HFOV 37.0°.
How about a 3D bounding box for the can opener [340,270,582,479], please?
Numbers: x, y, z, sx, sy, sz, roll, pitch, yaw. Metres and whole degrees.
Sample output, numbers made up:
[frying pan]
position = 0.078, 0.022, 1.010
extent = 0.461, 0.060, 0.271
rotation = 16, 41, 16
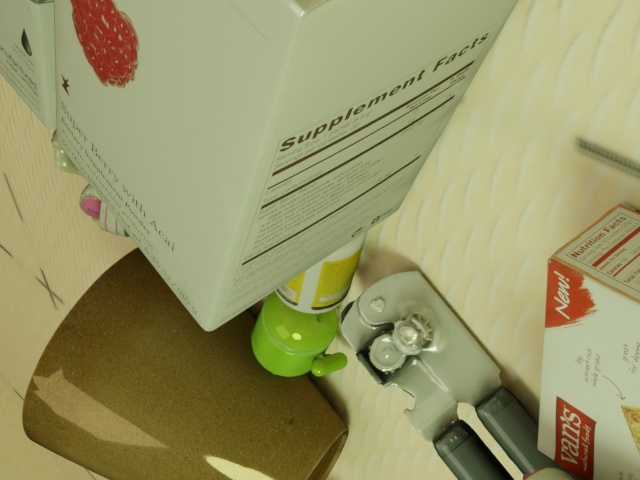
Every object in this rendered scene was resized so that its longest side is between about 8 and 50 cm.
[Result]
[can opener]
position = 0.121, 0.138, 0.685
extent = 0.280, 0.074, 0.093
rotation = 51, -174, 15

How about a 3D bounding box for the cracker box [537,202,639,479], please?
[cracker box]
position = 0.219, 0.100, 0.471
extent = 0.232, 0.067, 0.155
rotation = 32, 144, 39

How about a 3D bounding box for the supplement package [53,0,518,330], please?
[supplement package]
position = -0.029, -0.114, 0.529
extent = 0.177, 0.175, 0.293
rotation = 50, 151, 15

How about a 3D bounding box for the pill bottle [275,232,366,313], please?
[pill bottle]
position = 0.000, 0.000, 0.719
extent = 0.065, 0.065, 0.116
rotation = 46, 150, 20

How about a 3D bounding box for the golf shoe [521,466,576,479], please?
[golf shoe]
position = 0.206, 0.259, 0.550
extent = 0.306, 0.115, 0.140
rotation = 47, 161, -28

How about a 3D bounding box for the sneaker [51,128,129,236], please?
[sneaker]
position = -0.156, -0.035, 0.881
extent = 0.252, 0.111, 0.103
rotation = 44, 150, 22

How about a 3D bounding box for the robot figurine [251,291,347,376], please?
[robot figurine]
position = -0.022, 0.076, 0.830
extent = 0.101, 0.067, 0.115
rotation = 57, 153, 18

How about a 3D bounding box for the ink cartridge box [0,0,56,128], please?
[ink cartridge box]
position = -0.232, -0.258, 0.768
extent = 0.197, 0.114, 0.272
rotation = 47, 150, 19

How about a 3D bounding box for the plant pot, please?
[plant pot]
position = -0.111, 0.165, 0.927
extent = 0.254, 0.237, 0.237
rotation = 32, 146, 15
